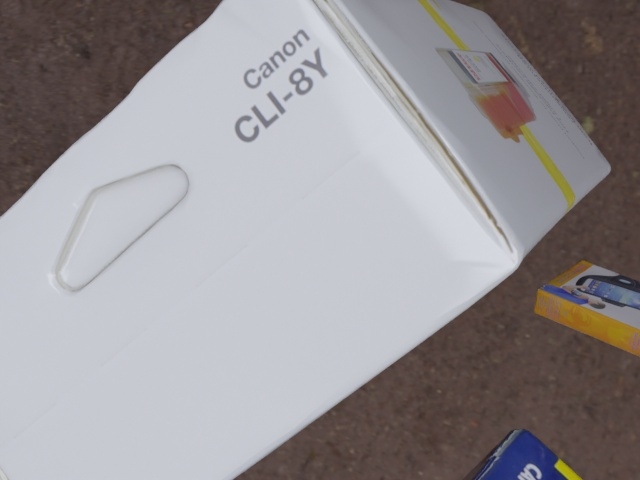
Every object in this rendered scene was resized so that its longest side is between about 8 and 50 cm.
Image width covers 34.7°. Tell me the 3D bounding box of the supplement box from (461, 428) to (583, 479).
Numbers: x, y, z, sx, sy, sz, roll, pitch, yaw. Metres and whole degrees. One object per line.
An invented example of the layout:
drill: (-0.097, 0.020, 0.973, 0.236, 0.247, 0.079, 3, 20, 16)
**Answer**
supplement box: (0.139, 0.306, 0.483, 0.356, 0.195, 0.194, 42, 45, 12)

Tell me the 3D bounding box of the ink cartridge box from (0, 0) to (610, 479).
ink cartridge box: (0.000, 0.000, 0.609, 0.160, 0.279, 0.384, 53, 22, 6)

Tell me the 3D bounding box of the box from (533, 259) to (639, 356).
box: (0.261, 0.062, 0.870, 0.081, 0.136, 0.028, -25, 126, -44)
